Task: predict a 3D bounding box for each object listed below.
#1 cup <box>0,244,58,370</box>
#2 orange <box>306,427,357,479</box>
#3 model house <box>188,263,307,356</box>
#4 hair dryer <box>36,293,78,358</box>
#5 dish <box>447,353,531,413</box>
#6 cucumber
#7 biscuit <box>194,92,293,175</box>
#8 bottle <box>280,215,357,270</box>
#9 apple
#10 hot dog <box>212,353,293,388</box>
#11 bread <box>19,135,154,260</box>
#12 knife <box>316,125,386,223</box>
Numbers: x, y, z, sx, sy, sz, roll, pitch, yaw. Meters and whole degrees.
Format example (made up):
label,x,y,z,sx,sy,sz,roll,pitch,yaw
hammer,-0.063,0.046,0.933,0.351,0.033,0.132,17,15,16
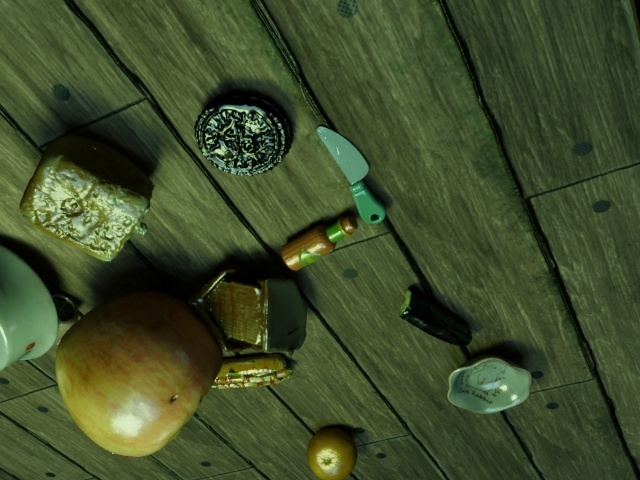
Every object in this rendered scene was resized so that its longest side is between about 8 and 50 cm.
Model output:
label,x,y,z,sx,sy,sz,roll,pitch,yaw
cup,-0.815,0.181,1.609,0.348,0.163,0.347,8,118,15
orange,0.036,0.650,2.087,0.159,0.158,0.136,-11,176,15
model house,-0.170,0.165,1.631,0.229,0.199,0.219,11,96,25
hair dryer,-0.613,0.265,1.813,0.344,0.106,0.189,28,128,-33
dish,0.443,0.363,1.821,0.230,0.081,0.229,2,130,2
cucumber,0.285,0.202,1.681,0.241,0.074,0.074,32,128,-26
biscuit,-0.149,-0.205,1.335,0.195,0.053,0.194,3,135,3
bottle,0.000,0.000,1.511,0.187,0.069,0.069,-31,124,28
apple,-0.428,0.300,1.622,0.347,0.391,0.391,39,130,4
hot dog,-0.196,0.367,1.876,0.250,0.076,0.104,-4,133,11
bread,-0.458,-0.089,1.389,0.246,0.176,0.195,30,117,-19
knife,0.072,-0.136,1.403,0.063,0.034,0.260,-20,126,17
